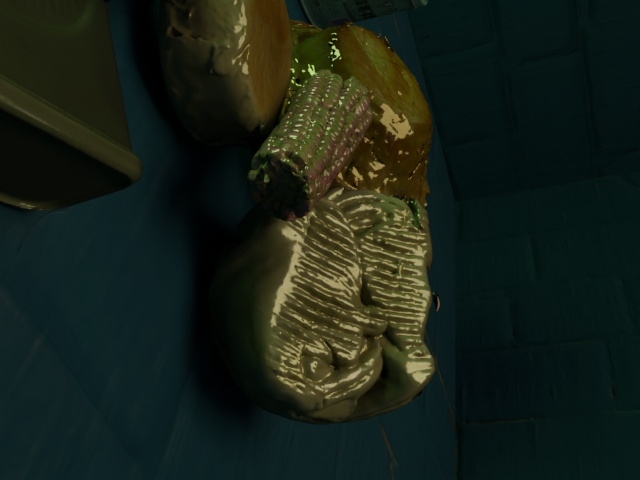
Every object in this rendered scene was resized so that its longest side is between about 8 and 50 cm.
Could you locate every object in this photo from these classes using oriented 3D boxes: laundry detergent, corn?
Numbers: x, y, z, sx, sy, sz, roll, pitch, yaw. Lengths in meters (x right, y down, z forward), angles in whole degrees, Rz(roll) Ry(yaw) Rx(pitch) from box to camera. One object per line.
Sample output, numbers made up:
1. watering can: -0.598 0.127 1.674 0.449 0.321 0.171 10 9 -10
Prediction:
1. laundry detergent: 0.109 -0.642 1.743 0.287 0.305 0.287 -9 90 -73
2. corn: -0.012 -0.129 1.048 0.335 0.126 0.127 -64 142 -56

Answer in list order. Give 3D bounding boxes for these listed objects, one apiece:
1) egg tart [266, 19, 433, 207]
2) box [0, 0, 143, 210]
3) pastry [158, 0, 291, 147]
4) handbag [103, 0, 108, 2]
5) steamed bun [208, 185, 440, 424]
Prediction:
1. egg tart: 0.068 -0.229 1.356 0.443 0.178 0.443 31 40 -30
2. box: -0.261 -0.143 0.606 0.274 0.138 0.178 37 41 -70
3. pastry: -0.124 -0.256 1.040 0.265 0.133 0.265 3 90 -80
4. handbag: -0.202 -0.371 0.887 0.225 0.135 0.146 -82 160 -48
5. steamed bun: -0.002 0.096 1.127 0.394 0.237 0.347 -41 99 -37
